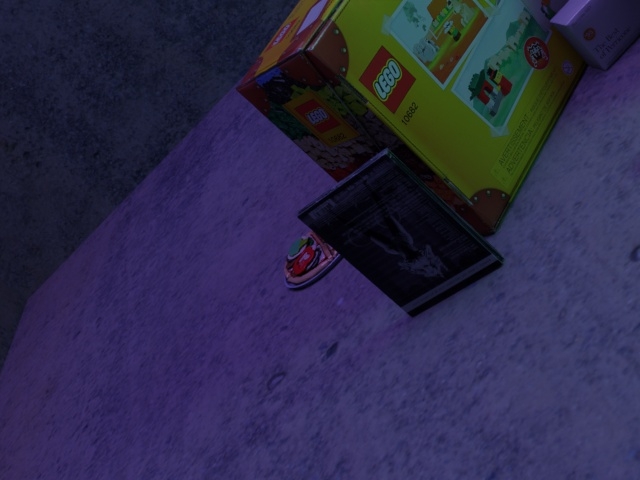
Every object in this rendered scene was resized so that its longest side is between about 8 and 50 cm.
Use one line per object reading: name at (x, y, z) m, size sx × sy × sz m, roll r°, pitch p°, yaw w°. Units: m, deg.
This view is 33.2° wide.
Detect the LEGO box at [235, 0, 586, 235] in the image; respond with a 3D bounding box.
LEGO box at (0.176, -0.297, 1.566) m, size 0.193 × 0.372 × 0.500 m, roll -16°, pitch 37°, yaw 58°

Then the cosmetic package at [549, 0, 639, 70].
cosmetic package at (0.448, -0.364, 1.524) m, size 0.239 × 0.099 × 0.060 m, roll -47°, pitch 19°, yaw 4°

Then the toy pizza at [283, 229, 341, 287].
toy pizza at (0.000, 0.000, 1.890) m, size 0.201 × 0.032 × 0.201 m, roll -42°, pitch 20°, yaw 19°

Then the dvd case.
dvd case at (0.103, -0.005, 1.388) m, size 0.164 × 0.221 × 0.018 m, roll -35°, pitch 24°, yaw 35°
